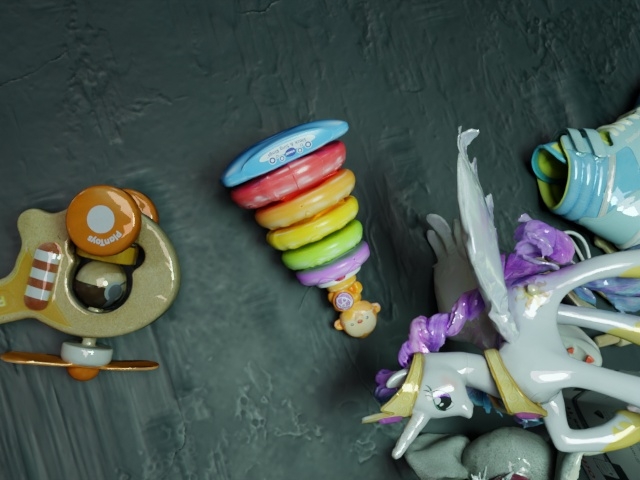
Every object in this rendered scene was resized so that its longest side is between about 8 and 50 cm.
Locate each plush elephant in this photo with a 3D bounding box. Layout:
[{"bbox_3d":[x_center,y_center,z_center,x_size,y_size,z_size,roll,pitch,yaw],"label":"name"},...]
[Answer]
[{"bbox_3d":[0.231,0.351,0.840,0.272,0.255,0.330,0,112,24],"label":"plush elephant"}]

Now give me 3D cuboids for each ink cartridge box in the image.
[{"bbox_3d":[0.410,0.256,0.899,0.087,0.208,0.153,-27,86,-12],"label":"ink cartridge box"}]

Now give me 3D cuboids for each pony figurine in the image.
[{"bbox_3d":[0.235,0.082,0.792,0.363,0.303,0.351,1,63,7],"label":"pony figurine"}]

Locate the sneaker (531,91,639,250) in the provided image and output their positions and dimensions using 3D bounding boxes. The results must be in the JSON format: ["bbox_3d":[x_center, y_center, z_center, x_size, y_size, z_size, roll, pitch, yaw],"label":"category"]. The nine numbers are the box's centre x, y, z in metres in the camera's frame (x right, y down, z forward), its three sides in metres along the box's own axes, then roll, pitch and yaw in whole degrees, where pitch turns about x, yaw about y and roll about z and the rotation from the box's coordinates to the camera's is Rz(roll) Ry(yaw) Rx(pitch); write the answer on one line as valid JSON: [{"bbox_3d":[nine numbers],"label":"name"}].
[{"bbox_3d":[0.435,-0.154,1.018,0.208,0.127,0.319,22,69,-1],"label":"sneaker"}]

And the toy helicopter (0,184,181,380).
[{"bbox_3d":[-0.346,0.080,0.836,0.355,0.140,0.235,-16,93,-3],"label":"toy helicopter"}]

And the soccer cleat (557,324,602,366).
[{"bbox_3d":[0.315,0.123,0.981,0.196,0.076,0.068,38,116,11],"label":"soccer cleat"}]

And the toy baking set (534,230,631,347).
[{"bbox_3d":[0.437,0.065,1.029,0.256,0.030,0.197,-15,78,-20],"label":"toy baking set"}]

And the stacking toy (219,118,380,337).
[{"bbox_3d":[0.000,0.000,0.905,0.175,0.166,0.302,-25,101,-5],"label":"stacking toy"}]
